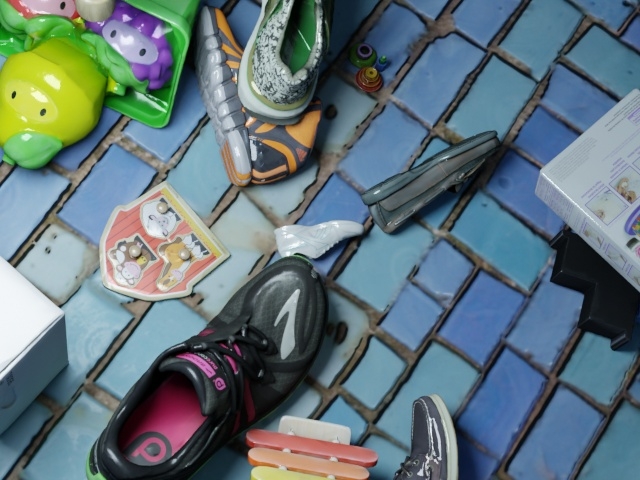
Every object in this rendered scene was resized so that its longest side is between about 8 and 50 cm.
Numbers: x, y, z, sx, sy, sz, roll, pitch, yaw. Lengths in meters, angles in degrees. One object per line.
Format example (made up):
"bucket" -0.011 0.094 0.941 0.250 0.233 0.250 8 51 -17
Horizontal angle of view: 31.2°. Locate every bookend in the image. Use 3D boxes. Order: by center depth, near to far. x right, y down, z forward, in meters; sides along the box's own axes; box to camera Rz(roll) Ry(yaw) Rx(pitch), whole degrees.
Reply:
"bookend" 0.457 0.084 1.948 0.156 0.072 0.157 18 69 -2

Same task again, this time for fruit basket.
"fruit basket" -0.406 -0.306 1.855 0.392 0.283 0.392 10 52 -13

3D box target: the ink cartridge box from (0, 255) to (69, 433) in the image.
"ink cartridge box" -0.561 0.073 1.659 0.395 0.285 0.166 41 68 6

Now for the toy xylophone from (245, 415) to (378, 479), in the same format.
"toy xylophone" 0.004 0.373 1.672 0.236 0.323 0.081 7 110 -6

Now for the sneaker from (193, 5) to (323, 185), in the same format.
"sneaker" -0.104 -0.255 1.961 0.180 0.124 0.321 -13 84 -19

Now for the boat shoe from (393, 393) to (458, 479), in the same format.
"boat shoe" 0.158 0.380 1.774 0.092 0.103 0.285 2 76 -14

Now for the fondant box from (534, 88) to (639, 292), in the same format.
"fondant box" 0.557 -0.060 1.906 0.238 0.096 0.330 -39 70 -13

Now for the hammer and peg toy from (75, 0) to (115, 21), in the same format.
"hammer and peg toy" -0.318 -0.491 1.741 0.266 0.127 0.361 -14 72 -19

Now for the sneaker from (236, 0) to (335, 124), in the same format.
"sneaker" -0.022 -0.397 1.845 0.158 0.182 0.410 10 80 -18

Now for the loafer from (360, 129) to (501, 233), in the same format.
"loafer" 0.199 -0.102 1.974 0.267 0.096 0.084 -27 97 -11

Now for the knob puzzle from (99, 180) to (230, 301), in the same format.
"knob puzzle" -0.274 0.015 1.868 0.213 0.030 0.213 3 70 -9

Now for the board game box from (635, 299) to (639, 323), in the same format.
"board game box" 0.632 0.058 2.006 0.160 0.039 0.211 14 67 -4

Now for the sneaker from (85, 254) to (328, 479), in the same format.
"sneaker" -0.149 0.211 1.725 0.185 0.202 0.483 40 69 5

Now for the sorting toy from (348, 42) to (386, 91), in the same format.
"sorting toy" 0.088 -0.316 2.046 0.061 0.042 0.102 -8 71 -13

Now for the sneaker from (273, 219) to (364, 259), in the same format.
"sneaker" 0.000 0.000 1.915 0.152 0.054 0.061 -8 81 -6
